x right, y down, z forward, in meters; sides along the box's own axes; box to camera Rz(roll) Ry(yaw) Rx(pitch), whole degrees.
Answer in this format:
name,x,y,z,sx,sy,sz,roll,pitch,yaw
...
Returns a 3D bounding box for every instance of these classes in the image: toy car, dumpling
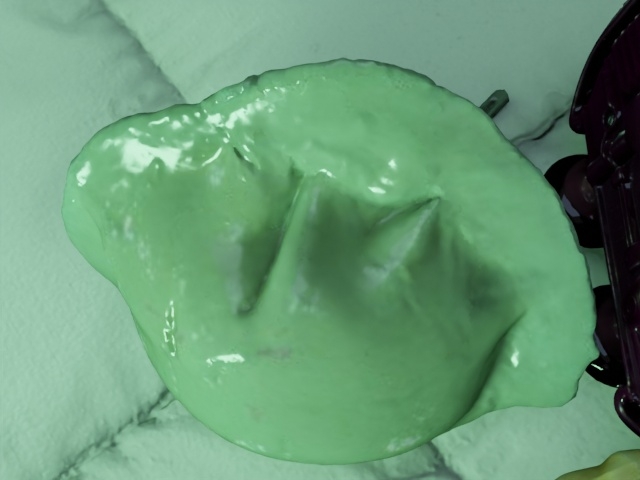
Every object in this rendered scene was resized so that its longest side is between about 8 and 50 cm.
name,x,y,z,sx,sy,sz,roll,pitch,yaw
toy car,0.313,-0.018,0.611,0.240,0.271,0.341,3,66,-13
dumpling,-0.007,0.011,0.640,0.320,0.212,0.270,-10,104,-12

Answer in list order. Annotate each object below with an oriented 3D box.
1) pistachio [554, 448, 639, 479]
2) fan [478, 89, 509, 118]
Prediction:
name,x,y,z,sx,sy,sz,roll,pitch,yaw
pistachio,0.221,0.235,0.553,0.157,0.157,0.229,-29,74,-7
fan,0.016,-0.015,0.753,0.223,0.012,0.294,12,69,11
